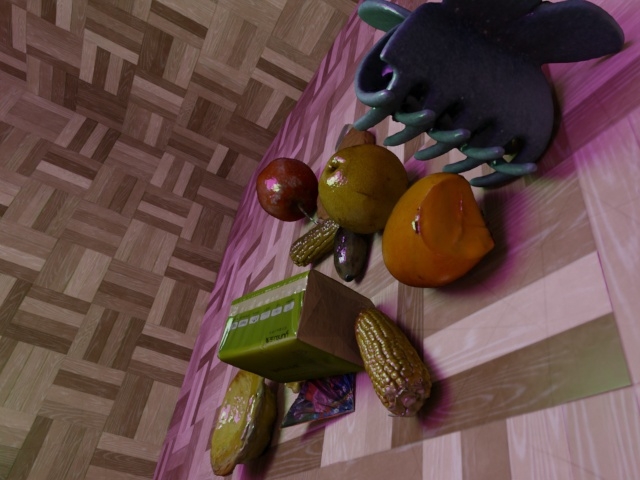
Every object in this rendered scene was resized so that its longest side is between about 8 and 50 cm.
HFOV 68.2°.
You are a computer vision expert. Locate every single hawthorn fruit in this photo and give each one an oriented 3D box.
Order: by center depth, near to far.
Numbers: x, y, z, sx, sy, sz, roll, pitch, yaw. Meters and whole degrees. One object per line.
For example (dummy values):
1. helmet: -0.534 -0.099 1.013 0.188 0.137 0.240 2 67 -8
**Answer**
1. hawthorn fruit: -0.114 -0.187 1.709 0.263 0.235 0.231 -11 59 71

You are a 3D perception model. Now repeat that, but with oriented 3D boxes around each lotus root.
1. lotus root: 0.071 0.019 1.172 0.089 0.080 0.179 -47 28 48

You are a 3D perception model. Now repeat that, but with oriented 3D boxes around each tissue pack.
1. tissue pack: -0.053 0.196 1.012 0.274 0.200 0.167 -25 44 42

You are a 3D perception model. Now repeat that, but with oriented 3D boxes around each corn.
1. corn: 0.114 0.197 0.818 0.091 0.091 0.260 -29 21 0
2. corn: 0.000 0.000 1.390 0.320 0.097 0.097 -34 36 55

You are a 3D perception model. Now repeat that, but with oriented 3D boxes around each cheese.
1. cheese: 0.071 -0.319 1.666 0.192 0.037 0.097 -66 16 5

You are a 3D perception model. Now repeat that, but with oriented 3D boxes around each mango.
1. mango: 0.174 -0.004 0.817 0.257 0.138 0.187 122 148 -70

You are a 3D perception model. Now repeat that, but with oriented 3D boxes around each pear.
1. pear: 0.094 -0.123 1.092 0.209 0.209 0.209 -55 21 33

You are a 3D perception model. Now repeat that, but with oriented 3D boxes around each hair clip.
1. hair clip: 0.214 -0.243 0.714 0.238 0.318 0.392 -69 20 -3

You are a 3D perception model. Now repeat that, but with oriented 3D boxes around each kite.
1. kite: 0.014 0.312 1.029 0.321 0.016 0.234 -60 32 0

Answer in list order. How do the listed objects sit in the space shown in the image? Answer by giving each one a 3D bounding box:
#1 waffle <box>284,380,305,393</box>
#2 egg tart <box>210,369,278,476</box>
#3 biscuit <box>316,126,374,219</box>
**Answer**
1. waffle: -0.043 0.241 1.264 0.329 0.062 0.329 -55 20 32
2. egg tart: -0.202 0.498 1.312 0.315 0.120 0.315 -52 23 33
3. biscuit: 0.072 -0.211 1.501 0.312 0.057 0.351 -53 22 34
